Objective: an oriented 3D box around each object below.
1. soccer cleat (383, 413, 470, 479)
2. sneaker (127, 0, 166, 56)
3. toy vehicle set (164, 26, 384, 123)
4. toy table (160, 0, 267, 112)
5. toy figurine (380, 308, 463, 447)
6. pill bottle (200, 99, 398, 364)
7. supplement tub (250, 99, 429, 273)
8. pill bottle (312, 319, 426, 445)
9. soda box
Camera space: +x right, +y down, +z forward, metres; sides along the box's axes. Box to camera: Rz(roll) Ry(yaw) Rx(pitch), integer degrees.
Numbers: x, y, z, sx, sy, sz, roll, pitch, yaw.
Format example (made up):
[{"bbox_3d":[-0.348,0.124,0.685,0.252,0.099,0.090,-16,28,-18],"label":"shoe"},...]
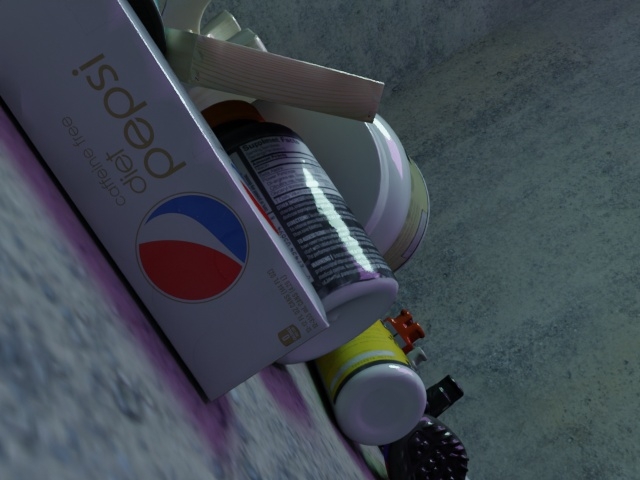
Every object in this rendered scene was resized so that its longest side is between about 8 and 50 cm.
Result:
[{"bbox_3d":[0.138,0.311,0.807,0.116,0.108,0.318,28,-21,48],"label":"soccer cleat"},{"bbox_3d":[-0.202,-0.267,0.417,0.295,0.124,0.178,69,-3,-47],"label":"sneaker"},{"bbox_3d":[-0.086,-0.163,0.573,0.166,0.035,0.267,5,17,-34],"label":"toy vehicle set"},{"bbox_3d":[-0.166,-0.239,0.831,0.274,0.161,0.252,56,1,-43],"label":"toy table"},{"bbox_3d":[0.093,0.194,0.963,0.213,0.148,0.209,55,-5,-24],"label":"toy figurine"},{"bbox_3d":[-0.043,-0.020,0.575,0.245,0.131,0.130,58,0,26],"label":"pill bottle"},{"bbox_3d":[0.012,-0.056,0.815,0.235,0.235,0.325,58,11,12],"label":"supplement tub"},{"bbox_3d":[0.046,0.146,0.729,0.103,0.103,0.184,58,1,-26],"label":"pill bottle"},{"bbox_3d":[-0.083,-0.030,0.325,0.216,0.074,0.069,57,0,-7],"label":"soda box"}]
